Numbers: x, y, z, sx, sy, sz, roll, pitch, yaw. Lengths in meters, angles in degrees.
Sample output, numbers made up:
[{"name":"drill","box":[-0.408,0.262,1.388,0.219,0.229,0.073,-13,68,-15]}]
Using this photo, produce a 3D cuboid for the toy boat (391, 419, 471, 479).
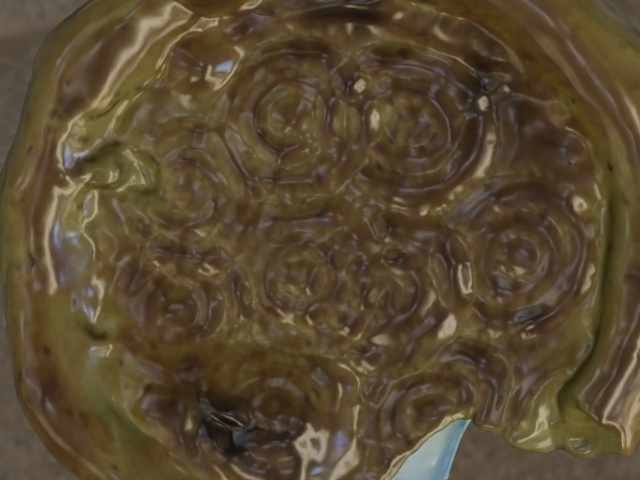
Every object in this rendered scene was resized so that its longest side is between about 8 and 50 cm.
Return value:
[{"name":"toy boat","box":[-0.025,0.081,0.914,0.237,0.109,0.098,19,1,-43]}]

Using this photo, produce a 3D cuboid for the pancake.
[{"name":"pancake","box":[0.000,0.000,0.518,0.235,0.212,0.029,-35,-5,15]}]
